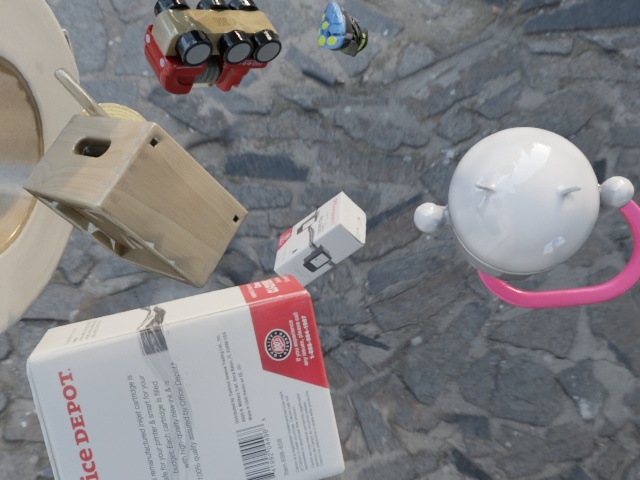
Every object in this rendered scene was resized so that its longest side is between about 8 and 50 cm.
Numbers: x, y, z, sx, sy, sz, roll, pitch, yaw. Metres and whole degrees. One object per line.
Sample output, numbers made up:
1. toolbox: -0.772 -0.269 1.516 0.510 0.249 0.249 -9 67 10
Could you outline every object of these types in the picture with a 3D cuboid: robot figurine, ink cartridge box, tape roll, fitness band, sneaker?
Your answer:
1. robot figurine: 0.288 -0.046 1.101 0.300 0.353 0.199 -11 81 10
2. ink cartridge box: -0.133 0.164 0.780 0.273 0.114 0.196 -12 99 -10
3. tape roll: -0.358 -0.084 0.750 0.072 0.392 0.391 6 83 11
4. fitness band: 0.409 0.009 1.299 0.291 0.054 0.208 -7 84 15
5. ink cartridge box: 0.000 0.000 1.291 0.150 0.109 0.063 -36 114 24
6. sneaker: 0.037 -0.315 1.139 0.078 0.188 0.067 18 105 -5

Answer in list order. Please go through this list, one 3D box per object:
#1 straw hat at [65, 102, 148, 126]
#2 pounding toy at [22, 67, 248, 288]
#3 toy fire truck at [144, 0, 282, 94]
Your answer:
1. straw hat: -0.209 -0.076 0.824 0.061 0.145 0.144 11 81 43
2. pounding toy: -0.147 -0.050 0.577 0.141 0.130 0.100 14 67 42
3. toy fire truck: -0.221 -0.318 1.358 0.217 0.246 0.158 -14 62 -39
